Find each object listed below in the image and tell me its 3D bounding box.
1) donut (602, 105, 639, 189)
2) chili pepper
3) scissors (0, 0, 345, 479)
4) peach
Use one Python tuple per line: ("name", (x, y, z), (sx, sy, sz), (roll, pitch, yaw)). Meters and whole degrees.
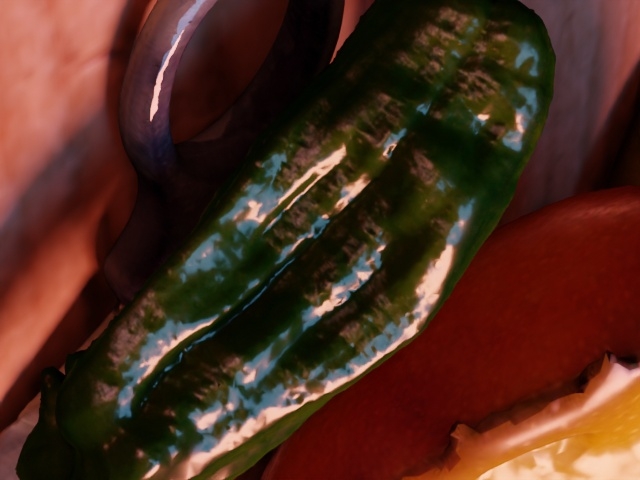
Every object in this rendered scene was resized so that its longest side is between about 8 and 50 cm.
("donut", (0.251, -0.025, 0.897), (0.128, 0.208, 0.261), (-20, 143, -45))
("chili pepper", (-0.004, -0.002, 0.634), (0.257, 0.100, 0.074), (-50, -174, -8))
("scissors", (-0.091, 0.068, 0.696), (0.383, 0.029, 0.256), (-48, 151, -3))
("peach", (0.105, 0.094, 0.816), (0.257, 0.201, 0.362), (14, 122, -13))
